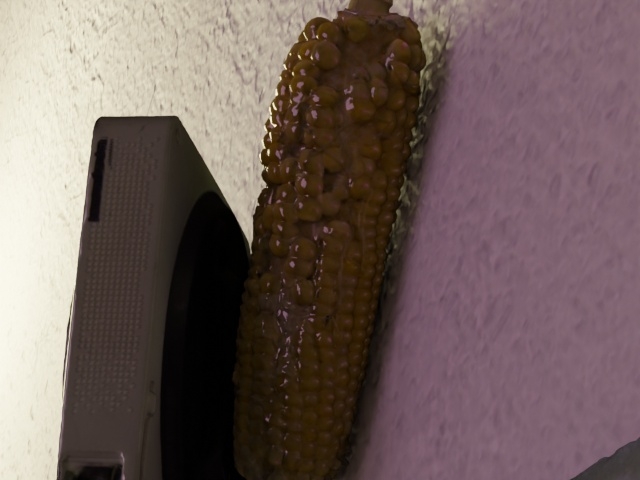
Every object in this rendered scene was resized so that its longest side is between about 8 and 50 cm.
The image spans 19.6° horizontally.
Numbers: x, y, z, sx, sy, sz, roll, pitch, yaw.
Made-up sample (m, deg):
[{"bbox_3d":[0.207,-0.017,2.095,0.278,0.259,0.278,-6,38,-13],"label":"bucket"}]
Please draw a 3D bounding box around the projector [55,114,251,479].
[{"bbox_3d":[-0.085,0.086,1.103,0.259,0.079,0.257,67,-154,-71],"label":"projector"}]

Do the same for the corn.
[{"bbox_3d":[0.000,0.000,1.058,0.086,0.086,0.288,-175,95,-66],"label":"corn"}]

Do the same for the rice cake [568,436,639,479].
[{"bbox_3d":[0.100,0.172,0.802,0.237,0.043,0.127,134,140,-51],"label":"rice cake"}]
